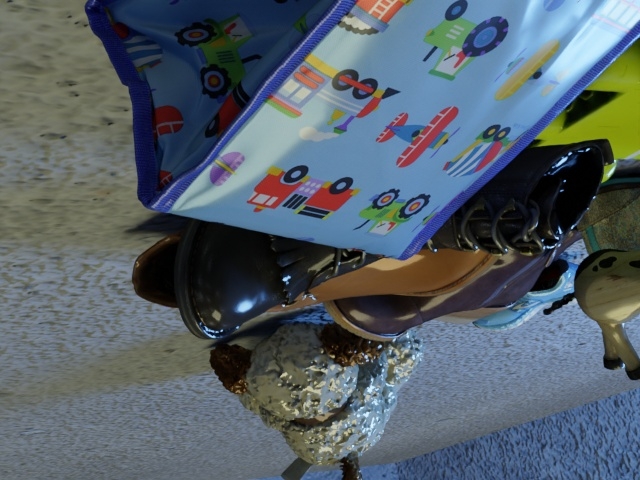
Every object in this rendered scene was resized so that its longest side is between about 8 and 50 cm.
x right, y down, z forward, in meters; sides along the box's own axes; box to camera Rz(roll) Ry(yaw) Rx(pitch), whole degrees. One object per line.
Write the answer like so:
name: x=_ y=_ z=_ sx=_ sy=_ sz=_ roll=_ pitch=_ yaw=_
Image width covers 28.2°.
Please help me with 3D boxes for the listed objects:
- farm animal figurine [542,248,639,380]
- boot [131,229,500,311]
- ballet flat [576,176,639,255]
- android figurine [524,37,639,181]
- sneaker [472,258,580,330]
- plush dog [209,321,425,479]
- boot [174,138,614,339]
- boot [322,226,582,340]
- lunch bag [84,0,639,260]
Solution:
farm animal figurine: x=0.397 y=-0.020 z=1.084 sx=0.330 sy=0.172 sz=0.327 roll=-32 pitch=-159 yaw=-32
boot: x=0.000 y=0.000 z=1.056 sx=0.283 sy=0.109 sz=0.220 roll=-11 pitch=173 yaw=43
ballet flat: x=0.422 y=-0.016 z=1.313 sx=0.349 sy=0.123 sz=0.123 roll=-7 pitch=163 yaw=-21
android figurine: x=0.261 y=-0.109 z=0.971 sx=0.273 sy=0.056 sz=0.248 roll=1 pitch=159 yaw=-36
sneaker: x=0.247 y=0.058 z=1.566 sx=0.162 sy=0.063 sz=0.073 roll=-26 pitch=143 yaw=26
plush dog: x=-0.010 y=0.184 z=1.580 sx=0.262 sy=0.210 sz=0.225 roll=-17 pitch=141 yaw=16
boot: x=0.053 y=-0.014 z=0.857 sx=0.229 sy=0.091 sz=0.263 roll=2 pitch=-151 yaw=40
boot: x=0.142 y=0.019 z=1.320 sx=0.248 sy=0.090 sz=0.207 roll=3 pitch=146 yaw=-41
lunch bag: x=0.066 y=-0.124 z=0.656 sx=0.293 sy=0.138 sz=0.221 roll=-34 pitch=153 yaw=30
